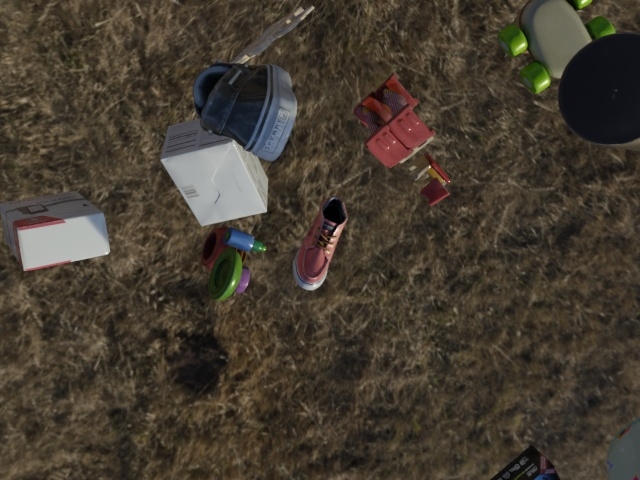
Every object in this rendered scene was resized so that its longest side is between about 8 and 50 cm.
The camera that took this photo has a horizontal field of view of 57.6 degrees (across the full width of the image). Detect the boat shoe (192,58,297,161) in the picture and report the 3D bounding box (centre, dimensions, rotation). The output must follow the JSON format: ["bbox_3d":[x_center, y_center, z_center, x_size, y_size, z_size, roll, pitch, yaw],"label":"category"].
[{"bbox_3d":[-0.112,-0.201,0.797,0.119,0.335,0.121,24,101,-19],"label":"boat shoe"}]

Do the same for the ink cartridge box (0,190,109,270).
[{"bbox_3d":[-0.373,-0.018,0.811,0.109,0.150,0.063,-15,114,-33],"label":"ink cartridge box"}]

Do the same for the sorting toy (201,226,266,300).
[{"bbox_3d":[-0.082,0.020,0.565,0.042,0.102,0.061,21,110,-31],"label":"sorting toy"}]

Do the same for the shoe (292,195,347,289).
[{"bbox_3d":[0.000,0.000,1.040,0.064,0.178,0.081,22,138,-5],"label":"shoe"}]

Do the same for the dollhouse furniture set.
[{"bbox_3d":[0.269,-0.250,1.595,0.152,0.201,0.374,-38,126,21],"label":"dollhouse furniture set"}]

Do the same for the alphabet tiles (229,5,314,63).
[{"bbox_3d":[-0.153,-0.599,1.708,0.278,0.284,0.021,-16,122,39],"label":"alphabet tiles"}]

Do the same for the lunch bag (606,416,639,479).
[{"bbox_3d":[0.445,0.311,0.654,0.108,0.279,0.224,29,131,-5],"label":"lunch bag"}]

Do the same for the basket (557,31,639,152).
[{"bbox_3d":[0.403,-0.189,0.751,0.204,0.227,0.154,31,117,31],"label":"basket"}]

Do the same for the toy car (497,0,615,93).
[{"bbox_3d":[0.398,-0.364,1.050,0.155,0.188,0.149,-35,102,9],"label":"toy car"}]

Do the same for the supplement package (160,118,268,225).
[{"bbox_3d":[-0.282,-0.194,1.601,0.204,0.145,0.261,-11,137,10],"label":"supplement package"}]

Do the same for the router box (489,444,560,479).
[{"bbox_3d":[0.253,0.321,0.711,0.092,0.038,0.122,-36,120,-7],"label":"router box"}]
